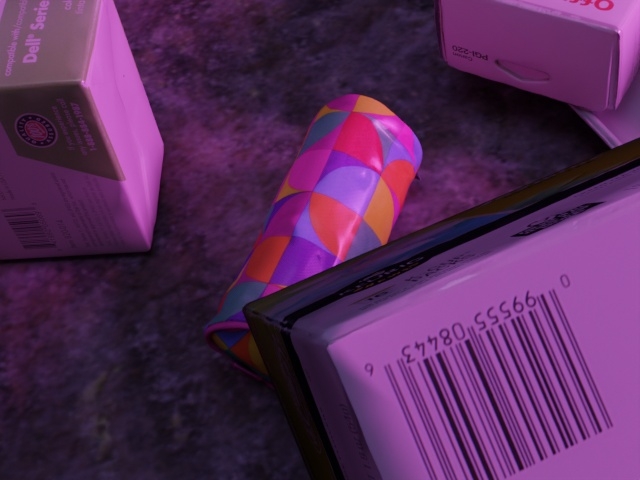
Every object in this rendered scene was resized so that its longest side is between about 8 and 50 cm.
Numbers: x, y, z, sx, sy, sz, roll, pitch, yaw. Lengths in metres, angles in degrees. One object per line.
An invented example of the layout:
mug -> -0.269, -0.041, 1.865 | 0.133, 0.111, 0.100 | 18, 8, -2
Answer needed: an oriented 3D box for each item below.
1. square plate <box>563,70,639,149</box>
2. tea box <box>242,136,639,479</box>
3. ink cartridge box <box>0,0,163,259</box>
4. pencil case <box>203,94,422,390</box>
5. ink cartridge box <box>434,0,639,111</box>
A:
square plate -> 0.383, -0.124, 0.869 | 0.347, 0.049, 0.344 | -24, 54, -11
tea box -> 0.158, 0.074, 0.551 | 0.329, 0.323, 0.220 | -22, 91, -10
ink cartridge box -> -0.319, -0.082, 0.828 | 0.353, 0.207, 0.119 | -3, 55, 4
pencil case -> 0.000, 0.000, 0.800 | 0.104, 0.104, 0.236 | 15, 55, 17
ink cartridge box -> 0.213, -0.226, 0.883 | 0.158, 0.092, 0.218 | 21, 62, 25
